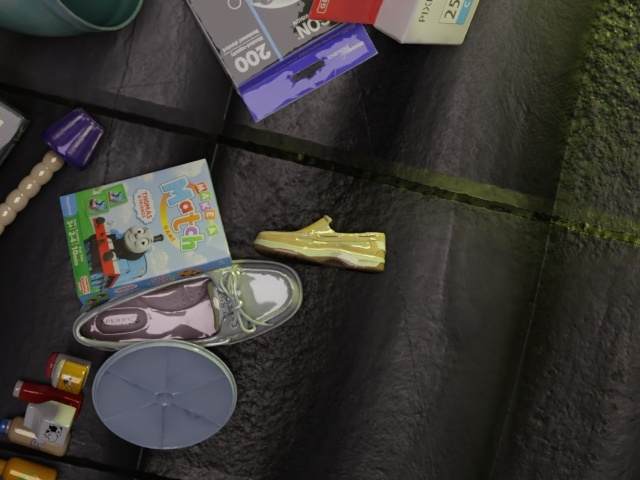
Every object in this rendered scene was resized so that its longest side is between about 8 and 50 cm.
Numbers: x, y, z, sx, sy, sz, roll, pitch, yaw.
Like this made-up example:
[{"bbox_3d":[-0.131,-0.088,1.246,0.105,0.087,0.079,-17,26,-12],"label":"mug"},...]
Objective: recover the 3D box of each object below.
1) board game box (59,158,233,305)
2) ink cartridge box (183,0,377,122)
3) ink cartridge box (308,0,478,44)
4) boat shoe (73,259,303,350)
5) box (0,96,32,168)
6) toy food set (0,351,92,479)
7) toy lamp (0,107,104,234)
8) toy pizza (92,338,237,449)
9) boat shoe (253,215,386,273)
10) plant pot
[{"bbox_3d":[-0.241,-0.013,1.660,0.212,0.039,0.160,-15,65,-3],"label":"board game box"},{"bbox_3d":[-0.054,-0.303,1.680,0.206,0.045,0.208,-31,97,-1],"label":"ink cartridge box"},{"bbox_3d":[0.137,-0.401,1.550,0.066,0.261,0.296,37,119,34],"label":"ink cartridge box"},{"bbox_3d":[-0.182,0.098,1.675,0.321,0.103,0.118,-7,95,-3],"label":"boat shoe"},{"bbox_3d":[-0.546,-0.158,1.654,0.233,0.059,0.183,34,92,-5],"label":"box"},{"bbox_3d":[-0.391,0.235,1.662,0.105,0.111,0.232,18,125,-5],"label":"toy food set"},{"bbox_3d":[-0.407,-0.069,1.663,0.080,0.080,0.274,44,93,-6],"label":"toy lamp"},{"bbox_3d":[-0.218,0.212,1.687,0.201,0.032,0.201,-2,124,-3],"label":"toy pizza"},{"bbox_3d":[0.000,0.000,1.705,0.190,0.068,0.072,9,82,-14],"label":"boat shoe"},{"bbox_3d":[-0.388,-0.390,1.555,0.196,0.293,0.293,-12,96,24],"label":"plant pot"}]
